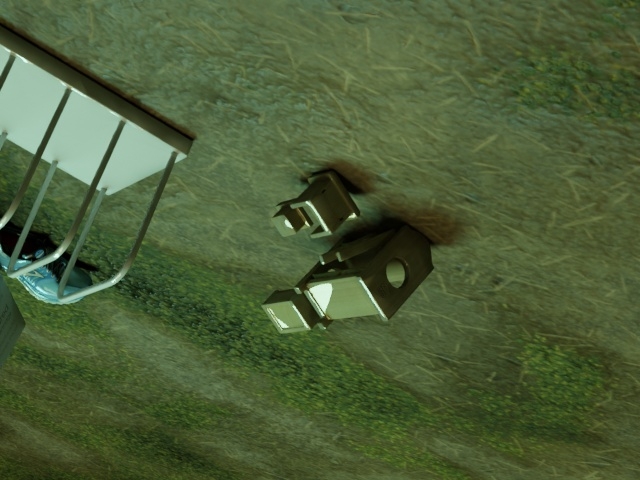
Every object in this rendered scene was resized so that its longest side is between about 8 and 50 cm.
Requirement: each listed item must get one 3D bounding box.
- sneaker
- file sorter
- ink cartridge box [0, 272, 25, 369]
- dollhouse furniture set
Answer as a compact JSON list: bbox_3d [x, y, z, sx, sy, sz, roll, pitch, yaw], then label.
[{"bbox_3d":[-0.370,0.031,1.866,0.162,0.063,0.073,28,152,-19],"label":"sneaker"},{"bbox_3d":[-0.315,-0.075,1.454,0.277,0.173,0.193,30,155,-25],"label":"file sorter"},{"bbox_3d":[-0.542,0.083,1.743,0.166,0.285,0.395,11,144,18],"label":"ink cartridge box"},{"bbox_3d":[0.000,0.000,1.524,0.182,0.101,0.161,-10,118,50],"label":"dollhouse furniture set"}]
